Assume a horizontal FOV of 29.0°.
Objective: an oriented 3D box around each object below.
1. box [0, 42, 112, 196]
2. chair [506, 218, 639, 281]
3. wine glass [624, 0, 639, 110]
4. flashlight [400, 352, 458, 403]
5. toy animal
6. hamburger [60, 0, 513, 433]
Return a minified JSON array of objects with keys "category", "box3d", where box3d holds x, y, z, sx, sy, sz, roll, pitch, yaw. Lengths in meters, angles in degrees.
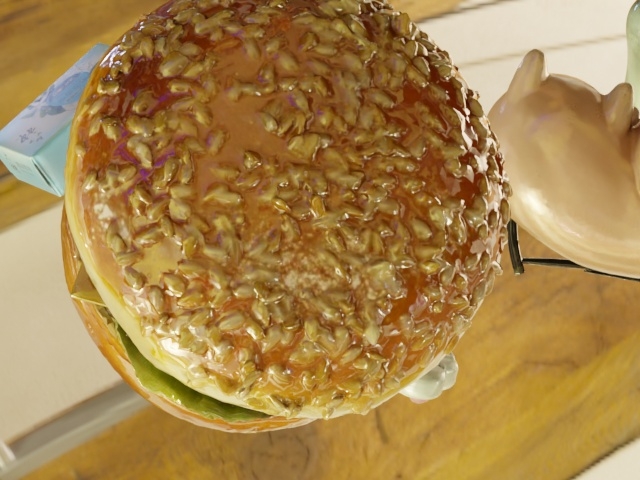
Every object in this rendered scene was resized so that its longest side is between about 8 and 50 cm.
[{"category":"box","box3d":[-0.345,-0.178,1.781,0.232,0.083,0.142,-45,-143,-20]},{"category":"chair","box3d":[0.352,-0.028,1.374,0.260,0.155,0.141,3,-176,-29]},{"category":"wine glass","box3d":[0.419,-0.250,1.490,0.103,0.231,0.103,-4,-124,6]},{"category":"flashlight","box3d":[0.030,0.118,1.167,0.200,0.048,0.093,3,-156,-15]},{"category":"toy animal","box3d":[0.248,-0.049,1.003,0.250,0.166,0.154,20,-81,10]},{"category":"hamburger","box3d":[-0.023,-0.018,0.757,0.290,0.225,0.291,5,-109,-16]}]
